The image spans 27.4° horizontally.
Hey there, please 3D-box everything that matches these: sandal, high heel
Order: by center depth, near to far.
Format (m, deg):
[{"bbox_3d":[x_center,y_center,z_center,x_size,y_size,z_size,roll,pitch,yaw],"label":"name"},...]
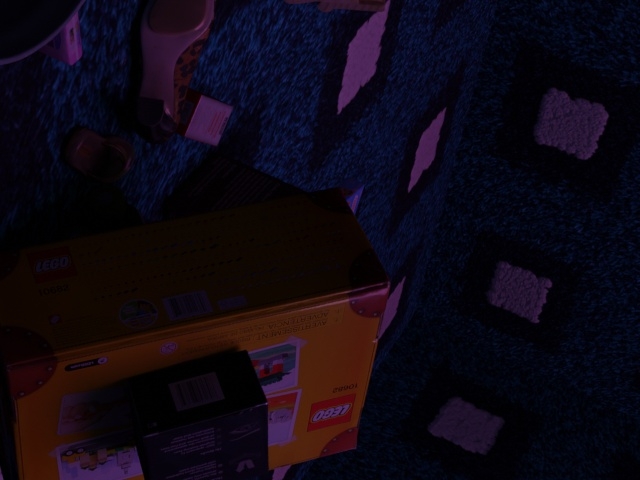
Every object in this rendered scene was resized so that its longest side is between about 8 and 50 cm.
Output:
[{"bbox_3d":[-0.292,-0.110,1.785,0.072,0.049,0.180,-66,165,0],"label":"sandal"},{"bbox_3d":[-0.206,-0.266,1.829,0.186,0.093,0.261,142,-35,-83],"label":"high heel"}]

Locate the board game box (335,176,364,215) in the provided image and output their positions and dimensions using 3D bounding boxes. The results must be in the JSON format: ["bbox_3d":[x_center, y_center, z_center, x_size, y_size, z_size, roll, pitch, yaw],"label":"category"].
[{"bbox_3d":[0.000,0.000,2.191,0.211,0.039,0.160,-39,150,-59],"label":"board game box"}]

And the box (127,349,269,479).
[{"bbox_3d":[-0.151,0.233,1.631,0.156,0.093,0.158,-13,139,-14],"label":"box"}]

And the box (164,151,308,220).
[{"bbox_3d":[-0.137,-0.008,2.184,0.168,0.203,0.167,-50,159,-44],"label":"box"}]

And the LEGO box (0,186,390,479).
[{"bbox_3d":[-0.186,0.161,1.762,0.500,0.193,0.372,-11,139,-19],"label":"LEGO box"}]

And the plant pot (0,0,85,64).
[{"bbox_3d":[-0.311,-0.320,1.103,0.293,0.196,0.293,-57,163,-28],"label":"plant pot"}]

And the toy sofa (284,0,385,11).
[{"bbox_3d":[0.030,-0.540,2.097,0.362,0.177,0.150,91,3,-57],"label":"toy sofa"}]

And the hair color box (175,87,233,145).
[{"bbox_3d":[-0.188,-0.192,2.029,0.072,0.043,0.141,-67,164,4],"label":"hair color box"}]

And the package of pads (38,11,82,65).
[{"bbox_3d":[-0.305,-0.246,1.522,0.032,0.050,0.083,-58,164,-35],"label":"package of pads"}]

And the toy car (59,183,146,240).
[{"bbox_3d":[-0.255,0.035,1.868,0.149,0.188,0.155,-59,164,-24],"label":"toy car"}]
